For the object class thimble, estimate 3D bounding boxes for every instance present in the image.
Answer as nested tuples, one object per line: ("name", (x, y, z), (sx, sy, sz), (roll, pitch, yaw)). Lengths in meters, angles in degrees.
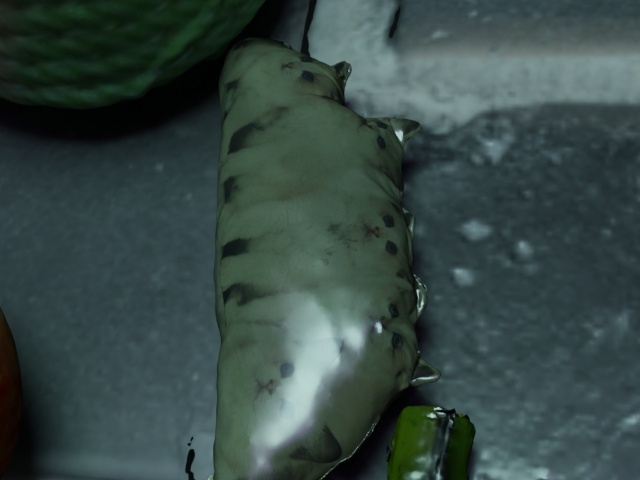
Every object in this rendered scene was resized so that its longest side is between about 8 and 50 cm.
("thimble", (-0.123, -0.176, 0.484), (0.219, 0.150, 0.219), (0, 66, 0))

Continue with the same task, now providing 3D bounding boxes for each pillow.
("pillow", (0.001, 0.001, 0.430), (0.093, 0.051, 0.241), (-8, 56, 10))

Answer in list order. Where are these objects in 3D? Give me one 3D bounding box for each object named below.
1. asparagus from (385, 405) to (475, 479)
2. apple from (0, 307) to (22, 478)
("asparagus", (0.035, 0.136, 0.352), (0.036, 0.030, 0.165), (15, 56, -15))
("apple", (-0.190, 0.050, 0.375), (0.146, 0.146, 0.131), (-32, 39, -12))
